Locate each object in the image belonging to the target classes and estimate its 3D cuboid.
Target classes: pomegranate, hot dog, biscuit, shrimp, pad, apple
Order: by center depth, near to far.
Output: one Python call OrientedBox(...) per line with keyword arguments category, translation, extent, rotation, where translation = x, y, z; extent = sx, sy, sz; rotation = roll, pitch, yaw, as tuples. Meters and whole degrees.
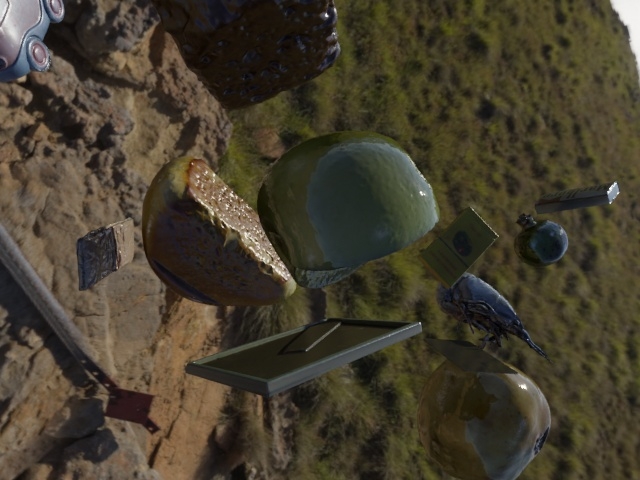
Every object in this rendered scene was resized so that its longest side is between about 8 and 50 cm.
OrientedBox(category="apple", translation=(0.031, -0.063, 0.752), extent=(0.257, 0.295, 0.233), rotation=(-32, 86, -10))
OrientedBox(category="pad", translation=(0.271, 0.212, 0.834), extent=(0.112, 0.157, 0.003), rotation=(7, 97, -15))
OrientedBox(category="biscuit", translation=(-0.128, -0.448, 0.959), extent=(0.395, 0.342, 0.166), rotation=(35, 35, -79))
OrientedBox(category="hot dog", translation=(-0.246, 0.016, 1.027), extent=(0.405, 0.223, 0.185), rotation=(45, 20, -29))
OrientedBox(category="pomegranate", translation=(0.530, 0.001, 1.088), extent=(0.130, 0.130, 0.130), rotation=(12, 72, -42))
OrientedBox(category="shrimp", translation=(0.421, 0.199, 1.127), extent=(0.145, 0.343, 0.116), rotation=(-37, 134, -10))
OrientedBox(category="pomegranate", translation=(0.408, 0.447, 1.160), extent=(0.332, 0.332, 0.333), rotation=(12, 72, -42))

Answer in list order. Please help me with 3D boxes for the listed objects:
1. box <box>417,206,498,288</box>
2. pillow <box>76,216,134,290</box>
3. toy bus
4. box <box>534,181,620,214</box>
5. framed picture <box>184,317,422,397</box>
OrientedBox(category="box", translation=(0.274, 0.012, 0.895), extent=(0.155, 0.023, 0.087), rotation=(-42, 84, -16))
OrientedBox(category="pillow", translation=(-0.484, 0.023, 1.033), extent=(0.232, 0.043, 0.126), rotation=(-76, 171, -76))
OrientedBox(category="toy bus", translation=(-0.692, -0.485, 0.910), extent=(0.232, 0.197, 0.294), rotation=(79, 15, -70))
OrientedBox(category="box", translation=(0.679, -0.113, 1.197), extent=(0.115, 0.177, 0.036), rotation=(-30, 105, -42))
OrientedBox(category="framed picture", translation=(-0.021, 0.157, 0.668), extent=(0.289, 0.211, 0.020), rotation=(-10, 92, -42))
